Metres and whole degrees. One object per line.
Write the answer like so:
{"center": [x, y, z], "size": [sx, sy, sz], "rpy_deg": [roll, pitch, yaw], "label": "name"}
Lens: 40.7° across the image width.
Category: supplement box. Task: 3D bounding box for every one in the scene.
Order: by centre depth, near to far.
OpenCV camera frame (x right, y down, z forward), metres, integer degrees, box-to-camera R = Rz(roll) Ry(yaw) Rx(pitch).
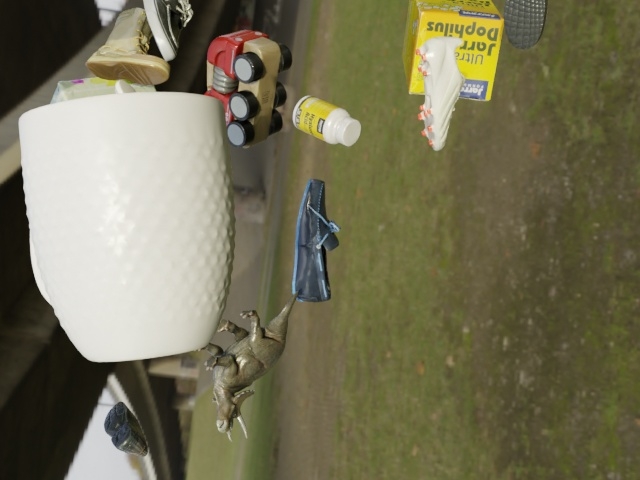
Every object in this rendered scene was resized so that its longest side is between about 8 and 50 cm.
{"center": [0.313, -0.492, 2.104], "size": [0.357, 0.194, 0.195], "rpy_deg": [-86, 2, -63], "label": "supplement box"}

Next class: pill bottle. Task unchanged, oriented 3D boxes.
{"center": [0.013, -0.206, 1.504], "size": [0.065, 0.116, 0.065], "rpy_deg": [-30, -45, -37], "label": "pill bottle"}

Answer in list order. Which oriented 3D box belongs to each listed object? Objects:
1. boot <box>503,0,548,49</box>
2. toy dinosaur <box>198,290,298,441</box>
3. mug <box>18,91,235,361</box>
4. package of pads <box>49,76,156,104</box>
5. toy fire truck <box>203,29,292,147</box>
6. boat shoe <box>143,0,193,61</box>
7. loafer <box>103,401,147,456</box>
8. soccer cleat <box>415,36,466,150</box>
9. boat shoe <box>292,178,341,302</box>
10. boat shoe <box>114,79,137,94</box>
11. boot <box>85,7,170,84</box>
{"center": [0.420, -0.487, 1.593], "size": [0.161, 0.083, 0.247], "rpy_deg": [-29, -51, -40], "label": "boot"}
{"center": [-0.147, 0.229, 1.741], "size": [0.314, 0.160, 0.121], "rpy_deg": [-53, 37, -13], "label": "toy dinosaur"}
{"center": [-0.287, -0.007, 1.202], "size": [0.276, 0.374, 0.328], "rpy_deg": [-6, -91, -51], "label": "mug"}
{"center": [-0.653, -0.380, 2.541], "size": [0.229, 0.296, 0.101], "rpy_deg": [-46, 67, 47], "label": "package of pads"}
{"center": [-0.183, -0.337, 1.768], "size": [0.158, 0.246, 0.217], "rpy_deg": [-31, -38, -44], "label": "toy fire truck"}
{"center": [-0.365, -0.564, 2.092], "size": [0.113, 0.104, 0.306], "rpy_deg": [73, -179, -53], "label": "boat shoe"}
{"center": [-0.386, 0.378, 1.713], "size": [0.062, 0.061, 0.170], "rpy_deg": [-44, 27, -1], "label": "loafer"}
{"center": [0.200, -0.234, 1.395], "size": [0.068, 0.076, 0.196], "rpy_deg": [-115, 14, -53], "label": "soccer cleat"}
{"center": [0.000, 0.000, 1.774], "size": [0.109, 0.088, 0.259], "rpy_deg": [-56, -28, -66], "label": "boat shoe"}
{"center": [-0.474, -0.318, 2.190], "size": [0.184, 0.063, 0.066], "rpy_deg": [56, -156, -25], "label": "boat shoe"}
{"center": [-0.469, -0.512, 2.261], "size": [0.204, 0.261, 0.095], "rpy_deg": [-65, -35, -23], "label": "boot"}
